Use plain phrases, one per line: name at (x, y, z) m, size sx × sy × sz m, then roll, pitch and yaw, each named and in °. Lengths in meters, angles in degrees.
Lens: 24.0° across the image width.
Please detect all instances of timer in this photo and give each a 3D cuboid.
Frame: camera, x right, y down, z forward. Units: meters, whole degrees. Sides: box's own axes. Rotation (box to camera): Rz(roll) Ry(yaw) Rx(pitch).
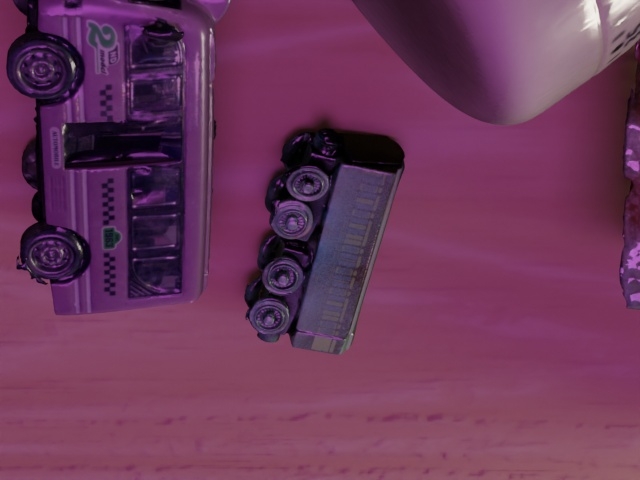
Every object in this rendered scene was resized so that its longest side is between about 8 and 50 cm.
timer at (0.028, -0.149, 0.636) m, size 0.240 × 0.233 × 0.233 m, roll -36°, pitch 122°, yaw -3°

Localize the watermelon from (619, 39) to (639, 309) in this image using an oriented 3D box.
watermelon at (0.217, -0.077, 0.783) m, size 0.154 × 0.094 × 0.241 m, roll -7°, pitch 118°, yaw 24°

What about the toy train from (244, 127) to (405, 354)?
toy train at (0.000, 0.000, 0.866) m, size 0.071 × 0.038 × 0.148 m, roll 7°, pitch 124°, yaw -12°

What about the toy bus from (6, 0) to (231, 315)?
toy bus at (-0.104, -0.060, 0.780) m, size 0.108 × 0.096 × 0.199 m, roll -1°, pitch 128°, yaw -8°
